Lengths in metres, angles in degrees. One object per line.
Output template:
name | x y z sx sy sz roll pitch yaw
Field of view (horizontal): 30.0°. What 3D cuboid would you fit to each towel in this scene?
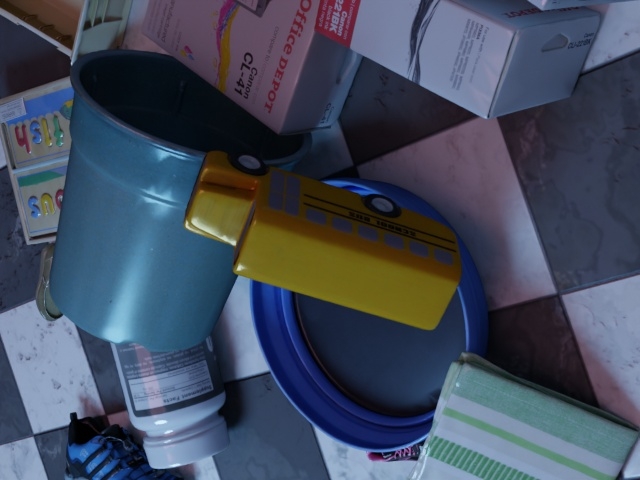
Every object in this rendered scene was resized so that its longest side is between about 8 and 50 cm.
towel | 0.241 0.325 1.575 0.247 0.038 0.325 23 116 9

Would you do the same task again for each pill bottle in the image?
pill bottle | -0.245 0.210 1.925 0.161 0.161 0.283 -11 95 42

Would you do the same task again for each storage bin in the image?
storage bin | -0.432 -0.443 1.908 0.262 0.123 0.260 31 120 20

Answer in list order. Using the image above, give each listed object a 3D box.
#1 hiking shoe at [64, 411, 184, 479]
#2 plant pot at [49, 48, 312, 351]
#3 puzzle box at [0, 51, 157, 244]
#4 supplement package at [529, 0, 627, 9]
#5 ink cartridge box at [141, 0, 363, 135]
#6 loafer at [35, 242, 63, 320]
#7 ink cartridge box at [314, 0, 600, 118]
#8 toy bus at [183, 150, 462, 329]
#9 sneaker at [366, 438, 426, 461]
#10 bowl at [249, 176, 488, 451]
hiking shoe | -0.357 0.396 2.104 0.304 0.113 0.132 6 106 40
plant pot | -0.224 -0.046 1.687 0.341 0.341 0.334 34 117 29
puzzle box | -0.397 -0.145 2.033 0.408 0.052 0.272 -9 96 41
supplement package | 0.277 -0.341 1.270 0.134 0.244 0.139 41 126 25
ink cartridge box | -0.088 -0.321 1.667 0.306 0.131 0.226 39 123 29
loafer | -0.482 0.080 2.163 0.050 0.056 0.148 19 114 43
ink cartridge box | 0.162 -0.260 1.423 0.273 0.197 0.114 32 122 31
toy bus | 0.000 0.000 1.478 0.332 0.130 0.108 17 123 -11
sneaker | 0.116 0.301 1.710 0.119 0.057 0.047 -14 90 41
bowl | 0.066 0.101 1.685 0.391 0.077 0.391 12 109 38
